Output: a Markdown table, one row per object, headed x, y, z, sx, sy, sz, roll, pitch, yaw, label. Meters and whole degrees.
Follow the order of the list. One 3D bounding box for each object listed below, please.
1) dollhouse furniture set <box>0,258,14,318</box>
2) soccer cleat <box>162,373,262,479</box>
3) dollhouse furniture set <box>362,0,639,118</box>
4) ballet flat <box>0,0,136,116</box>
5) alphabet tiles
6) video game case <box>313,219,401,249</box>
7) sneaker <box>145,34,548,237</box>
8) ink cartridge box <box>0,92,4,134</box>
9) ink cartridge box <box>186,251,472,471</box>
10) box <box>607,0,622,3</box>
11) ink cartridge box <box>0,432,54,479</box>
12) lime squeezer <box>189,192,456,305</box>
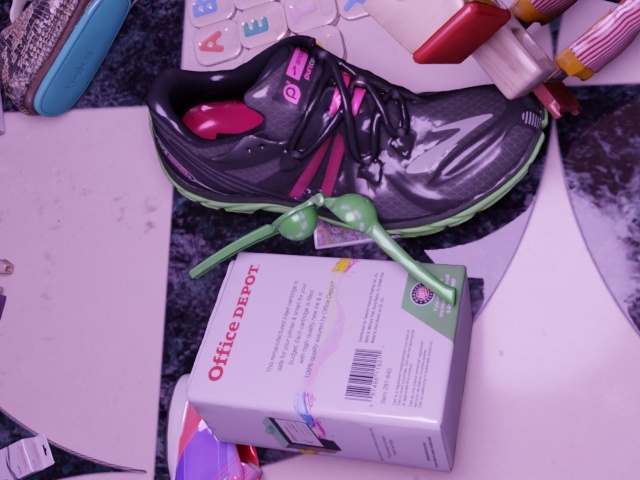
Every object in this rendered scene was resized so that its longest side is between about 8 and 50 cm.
| x | y | z | sx | sy | sz | roll | pitch | yaw | label |
| --- | --- | --- | --- | --- | --- | --- | --- | --- | --- |
| -0.506 | 0.060 | 1.137 | 0.081 | 0.114 | 0.090 | 15 | 90 | 23 | dollhouse furniture set |
| -0.128 | 0.323 | 0.990 | 0.117 | 0.108 | 0.318 | -1 | 80 | 13 | soccer cleat |
| 0.229 | -0.225 | 0.760 | 0.201 | 0.374 | 0.152 | -42 | 80 | 30 | dollhouse furniture set |
| -0.287 | -0.382 | 1.085 | 0.483 | 0.164 | 0.182 | -44 | 81 | 14 | ballet flat |
| -0.054 | -0.350 | 1.097 | 0.278 | 0.021 | 0.284 | -13 | 80 | 16 | alphabet tiles |
| 0.048 | -0.039 | 1.029 | 0.122 | 0.011 | 0.087 | -8 | 80 | 16 | video game case |
| 0.011 | -0.124 | 0.938 | 0.483 | 0.202 | 0.185 | 0 | 59 | 16 | sneaker |
| -0.579 | -0.325 | 1.218 | 0.176 | 0.069 | 0.370 | -8 | 88 | 17 | ink cartridge box |
| 0.018 | 0.130 | 0.920 | 0.278 | 0.117 | 0.201 | 3 | 52 | 18 | ink cartridge box |
| 0.462 | -0.376 | 0.911 | 0.322 | 0.079 | 0.257 | 21 | 91 | 19 | box |
| -0.413 | 0.302 | 1.118 | 0.083 | 0.028 | 0.048 | -28 | 76 | 12 | ink cartridge box |
| 0.000 | 0.000 | 0.908 | 0.311 | 0.059 | 0.109 | 4 | 106 | 19 | lime squeezer |
